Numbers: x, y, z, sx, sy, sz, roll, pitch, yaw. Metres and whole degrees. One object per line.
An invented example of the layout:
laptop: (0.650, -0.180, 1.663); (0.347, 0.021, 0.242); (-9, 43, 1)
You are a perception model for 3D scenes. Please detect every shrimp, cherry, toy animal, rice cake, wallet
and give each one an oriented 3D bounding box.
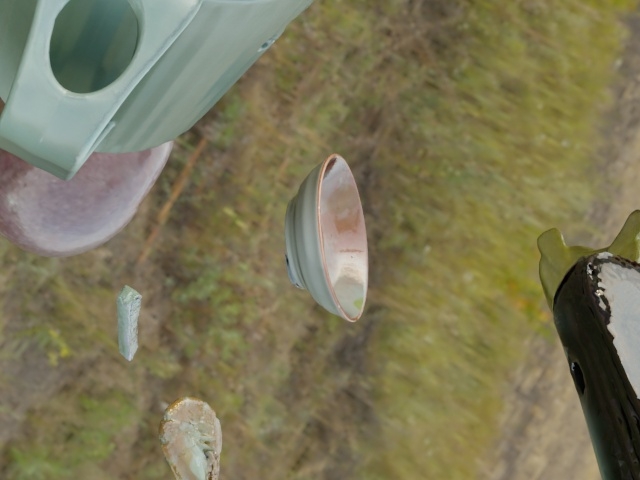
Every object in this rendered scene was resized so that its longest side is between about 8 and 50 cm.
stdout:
shrimp: (-0.157, 0.287, 1.784); (0.091, 0.043, 0.184); (-22, 108, -36)
cherry: (-0.305, -0.112, 1.716); (0.307, 0.221, 0.261); (-43, -158, 11)
toy animal: (0.431, 0.079, 1.818); (0.363, 0.181, 0.180); (19, 58, -50)
rice cake: (-0.305, 0.134, 2.196); (0.033, 0.033, 0.208); (-48, 166, -28)
wallet: (0.239, 0.101, 0.660); (0.318, 0.172, 0.045); (14, 138, -38)

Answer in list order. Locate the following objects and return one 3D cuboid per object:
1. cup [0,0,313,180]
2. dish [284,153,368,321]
cup: (-0.180, -0.248, 1.207); (0.401, 0.310, 0.392); (-35, 176, -31)
dish: (0.000, 0.000, 2.120); (0.260, 0.085, 0.260); (-7, 90, -74)
